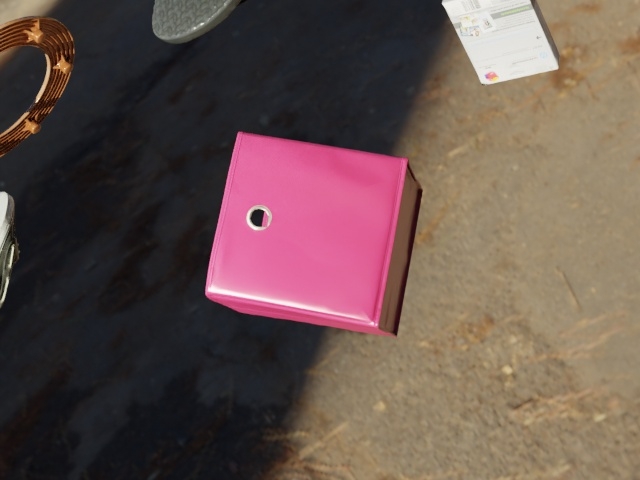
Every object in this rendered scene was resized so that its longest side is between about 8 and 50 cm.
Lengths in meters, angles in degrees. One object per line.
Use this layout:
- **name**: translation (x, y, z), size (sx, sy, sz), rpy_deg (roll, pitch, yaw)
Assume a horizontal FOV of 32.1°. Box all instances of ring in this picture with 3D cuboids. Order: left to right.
- **ring**: translation (-0.555, -0.247, 1.945), size (0.032, 0.336, 0.336), rpy_deg (41, 71, 15)

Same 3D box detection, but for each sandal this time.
- **sandal**: translation (-0.113, -0.499, 1.858), size (0.167, 0.107, 0.446), rpy_deg (34, 89, 39)

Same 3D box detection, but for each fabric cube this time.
- **fabric cube**: translation (0.000, 0.000, 1.695), size (0.258, 0.259, 0.254), rpy_deg (10, 83, 12)

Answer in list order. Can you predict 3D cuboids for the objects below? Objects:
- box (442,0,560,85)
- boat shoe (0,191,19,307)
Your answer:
- **box**: translation (0.311, -0.359, 1.903), size (0.145, 0.186, 0.038), rpy_deg (-9, 41, 31)
- **boat shoe**: translation (-0.599, 0.021, 2.060), size (0.077, 0.070, 0.219), rpy_deg (1, 74, 39)
